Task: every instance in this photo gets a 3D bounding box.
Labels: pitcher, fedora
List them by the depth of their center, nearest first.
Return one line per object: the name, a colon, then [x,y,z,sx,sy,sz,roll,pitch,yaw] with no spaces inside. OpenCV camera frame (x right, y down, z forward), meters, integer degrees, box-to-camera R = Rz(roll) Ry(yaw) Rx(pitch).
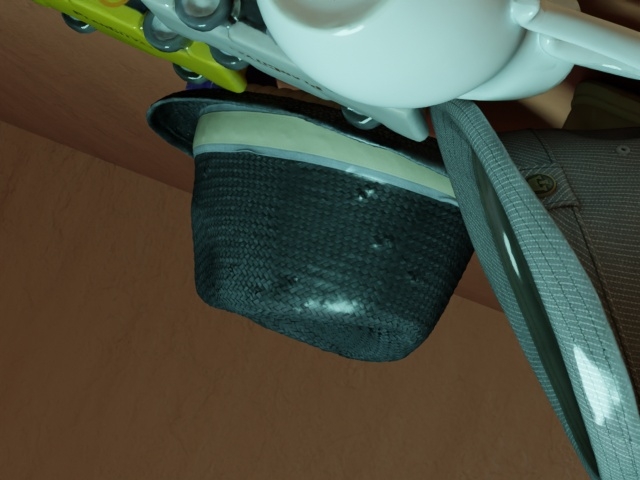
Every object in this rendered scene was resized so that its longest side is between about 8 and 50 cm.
pitcher: [0.075,-0.119,0.922,0.178,0.125,0.207,13,180,28]
fedora: [0.169,0.014,1.059,0.275,0.124,0.243,-112,1,-57]
fedora: [0.000,0.000,1.413,0.334,0.152,0.334,17,171,3]

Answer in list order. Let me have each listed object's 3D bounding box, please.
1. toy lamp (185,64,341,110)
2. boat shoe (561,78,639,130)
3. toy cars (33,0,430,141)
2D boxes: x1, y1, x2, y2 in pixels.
toy lamp: [-0.026,-0.116,1.569,0.080,0.080,0.275,27,171,-36]
boat shoe: [0.204,-0.040,1.257,0.105,0.089,0.285,23,174,8]
toy cars: [-0.067,-0.158,1.207,0.176,0.087,0.394,29,175,-37]
